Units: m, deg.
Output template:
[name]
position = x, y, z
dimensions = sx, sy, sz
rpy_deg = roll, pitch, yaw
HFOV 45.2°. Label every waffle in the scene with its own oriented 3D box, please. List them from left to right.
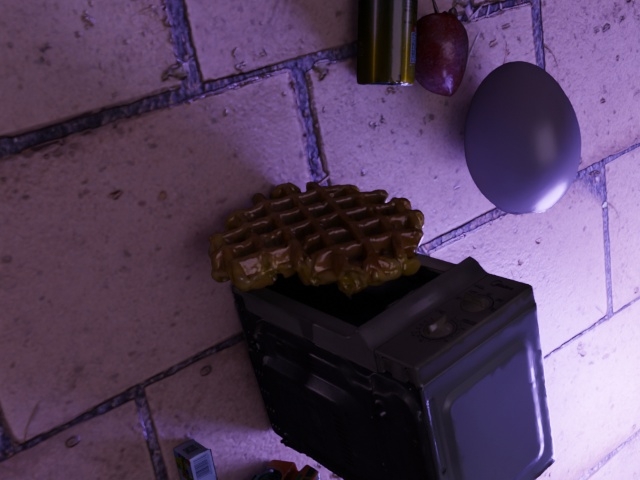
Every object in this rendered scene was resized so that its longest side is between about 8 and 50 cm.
[waffle]
position = 0.000, -0.001, 0.936
dimensions = 0.249, 0.253, 0.056
rpy_deg = -39, 136, -42

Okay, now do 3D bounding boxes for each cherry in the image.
[cherry]
position = 0.162, -0.316, 1.101
dimensions = 0.107, 0.090, 0.226
rpy_deg = -14, 97, -61

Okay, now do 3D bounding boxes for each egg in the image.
[egg]
position = 0.309, -0.159, 1.189
dimensions = 0.176, 0.176, 0.232
rpy_deg = -26, 110, -31

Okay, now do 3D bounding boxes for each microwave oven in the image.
[microwave oven]
position = 0.076, 0.170, 0.967
dimensions = 0.218, 0.354, 0.287
rpy_deg = -27, 117, -31

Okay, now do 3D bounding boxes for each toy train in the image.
[toy train]
position = -0.065, 0.377, 1.038
dimensions = 0.188, 0.099, 0.072
rpy_deg = -43, 131, -58

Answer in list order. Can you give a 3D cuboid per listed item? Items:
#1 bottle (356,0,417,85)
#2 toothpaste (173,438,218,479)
[bottle]
position = 0.092, -0.355, 1.035
dimensions = 0.082, 0.082, 0.286
rpy_deg = -8, 105, -36
[toothpaste]
position = -0.155, 0.345, 1.025
dimensions = 0.034, 0.046, 0.164
rpy_deg = -22, 113, -35
